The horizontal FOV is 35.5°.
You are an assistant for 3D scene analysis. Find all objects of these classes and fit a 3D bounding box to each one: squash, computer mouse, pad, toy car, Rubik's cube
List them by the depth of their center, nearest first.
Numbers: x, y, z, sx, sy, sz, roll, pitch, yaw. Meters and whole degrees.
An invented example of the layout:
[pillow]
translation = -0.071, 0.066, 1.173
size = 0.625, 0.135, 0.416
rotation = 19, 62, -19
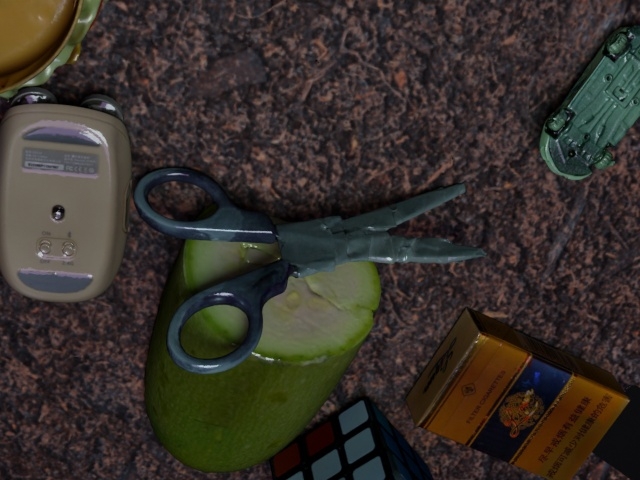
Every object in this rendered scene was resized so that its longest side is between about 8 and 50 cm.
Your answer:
[computer mouse]
translation = -0.277, -0.045, 1.073
size = 0.145, 0.082, 0.237
rotation = 3, 112, -8
[toy car]
translation = 0.311, -0.154, 1.113
size = 0.093, 0.058, 0.186
rotation = 35, 94, -20
[squash]
translation = -0.088, 0.145, 1.199
size = 0.233, 0.210, 0.309
rotation = 12, 141, -14
[Rubik's cube]
translation = 0.052, 0.323, 1.236
size = 0.163, 0.162, 0.161
rotation = -34, 119, 10
[pad]
translation = 0.435, 0.270, 1.354
size = 0.157, 0.003, 0.112
rotation = 36, 105, -21

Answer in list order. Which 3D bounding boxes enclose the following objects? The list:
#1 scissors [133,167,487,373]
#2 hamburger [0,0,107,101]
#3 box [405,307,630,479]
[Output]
[scissors]
translation = 0.000, 0.000, 1.091
size = 0.383, 0.256, 0.029
rotation = -11, 148, -17
[hamburger]
translation = -0.313, -0.271, 0.893
size = 0.274, 0.212, 0.275
rotation = -1, 121, -1
[box]
translation = 0.249, 0.201, 1.263
size = 0.237, 0.070, 0.152
rotation = 25, 110, -16
